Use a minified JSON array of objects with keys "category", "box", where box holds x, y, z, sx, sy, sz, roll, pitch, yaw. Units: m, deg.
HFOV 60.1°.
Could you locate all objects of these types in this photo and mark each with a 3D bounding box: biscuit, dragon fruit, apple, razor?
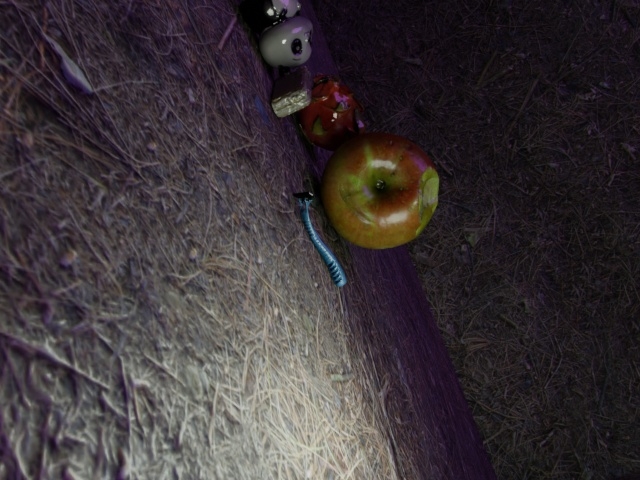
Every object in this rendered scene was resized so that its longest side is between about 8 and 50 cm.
[{"category":"biscuit","box":[-0.078,-0.427,1.582,0.239,0.108,0.062,-91,156,-57]},{"category":"dragon fruit","box":[0.032,-0.391,1.726,0.227,0.224,0.224,52,20,-49]},{"category":"apple","box":[0.167,-0.138,1.581,0.339,0.339,0.339,59,16,-28]},{"category":"razor","box":[0.000,0.000,1.337,0.082,0.042,0.253,3,-57,59]}]

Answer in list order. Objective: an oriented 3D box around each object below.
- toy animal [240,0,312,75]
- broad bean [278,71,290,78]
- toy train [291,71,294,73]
[{"category":"toy animal","box":[-0.116,-0.620,1.625,0.187,0.165,0.235,-45,113,-45]},{"category":"broad bean","box":[-0.131,-0.602,1.813,0.069,0.039,0.227,36,34,-54]},{"category":"toy train","box":[-0.053,-0.495,1.907,0.234,0.052,0.051,40,35,-62]}]
